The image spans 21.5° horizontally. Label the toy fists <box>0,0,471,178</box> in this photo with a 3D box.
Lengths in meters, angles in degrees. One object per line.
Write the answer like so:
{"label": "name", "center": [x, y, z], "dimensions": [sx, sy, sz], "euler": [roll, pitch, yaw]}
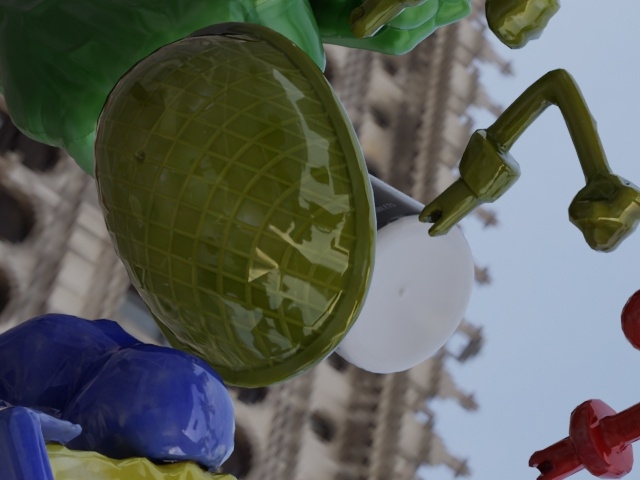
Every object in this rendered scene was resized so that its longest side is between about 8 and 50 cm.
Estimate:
{"label": "toy fists", "center": [-0.020, -0.120, 0.780], "dimensions": [0.279, 0.096, 0.142], "euler": [-33, -150, -23]}

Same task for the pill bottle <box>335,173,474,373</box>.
{"label": "pill bottle", "center": [0.000, 0.000, 1.330], "dimensions": [0.130, 0.130, 0.246], "euler": [-55, -141, -2]}

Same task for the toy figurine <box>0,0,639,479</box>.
{"label": "toy figurine", "center": [-0.026, 0.065, 0.416], "dimensions": [0.191, 0.217, 0.362], "euler": [-32, -115, 36]}
